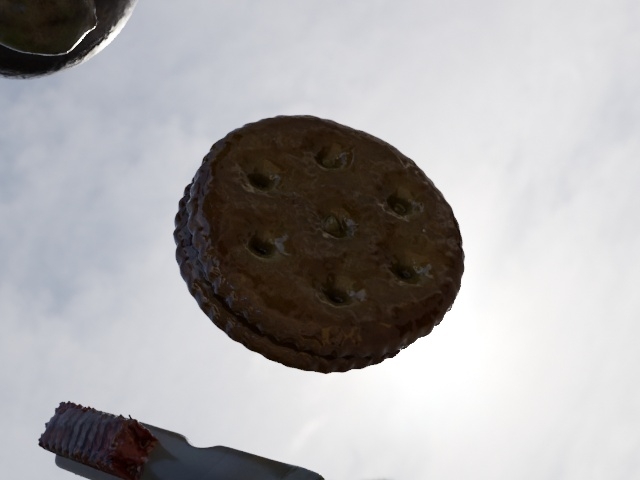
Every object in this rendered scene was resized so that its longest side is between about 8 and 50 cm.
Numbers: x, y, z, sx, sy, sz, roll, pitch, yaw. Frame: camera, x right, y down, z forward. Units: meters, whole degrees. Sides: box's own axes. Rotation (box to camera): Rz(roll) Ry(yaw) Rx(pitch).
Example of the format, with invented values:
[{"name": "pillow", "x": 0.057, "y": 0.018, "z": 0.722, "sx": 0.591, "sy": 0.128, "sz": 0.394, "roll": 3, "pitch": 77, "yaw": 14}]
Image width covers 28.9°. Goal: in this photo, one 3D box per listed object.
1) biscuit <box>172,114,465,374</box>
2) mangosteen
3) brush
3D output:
[{"name": "biscuit", "x": 0.000, "y": 0.000, "z": 0.927, "sx": 0.220, "sy": 0.220, "sz": 0.066, "roll": -30, "pitch": -20, "yaw": -36}, {"name": "mangosteen", "x": -0.341, "y": -0.331, "z": 1.380, "sx": 0.307, "sy": 0.347, "sz": 0.306, "roll": -2, "pitch": -82, "yaw": -17}, {"name": "brush", "x": -0.122, "y": 0.172, "z": 0.962, "sx": 0.050, "sy": 0.321, "sz": 0.060, "roll": 44, "pitch": -115, "yaw": -35}]
